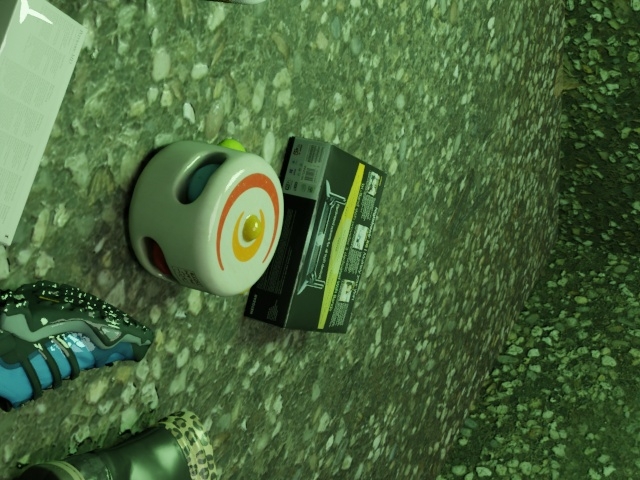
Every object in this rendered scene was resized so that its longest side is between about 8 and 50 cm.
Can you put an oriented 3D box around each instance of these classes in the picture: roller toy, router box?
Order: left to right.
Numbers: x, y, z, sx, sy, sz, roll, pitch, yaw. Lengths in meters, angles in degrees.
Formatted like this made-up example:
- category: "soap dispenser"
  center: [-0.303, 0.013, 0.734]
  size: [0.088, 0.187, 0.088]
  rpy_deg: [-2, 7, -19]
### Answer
- category: "roller toy"
  center: [-0.142, -0.026, 1.167]
  size: [0.191, 0.146, 0.209]
  rpy_deg: [-9, 111, -61]
- category: "router box"
  center: [0.000, 0.000, 1.522]
  size: [0.243, 0.081, 0.309]
  rpy_deg: [18, 86, -63]

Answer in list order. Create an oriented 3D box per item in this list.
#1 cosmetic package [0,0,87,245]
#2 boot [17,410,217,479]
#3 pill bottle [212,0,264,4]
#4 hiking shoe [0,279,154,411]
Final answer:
- category: "cosmetic package"
  center: [-0.319, -0.124, 0.877]
  size: [0.099, 0.060, 0.239]
  rpy_deg: [30, 76, -60]
- category: "boot"
  center: [-0.264, 0.423, 1.170]
  size: [0.284, 0.138, 0.378]
  rpy_deg: [-20, 114, -59]
- category: "pill bottle"
  center: [-0.105, -0.335, 1.000]
  size: [0.131, 0.229, 0.131]
  rpy_deg: [-35, 132, -51]
- category: "hiking shoe"
  center: [-0.315, 0.119, 0.974]
  size: [0.304, 0.113, 0.132]
  rpy_deg: [17, 98, -55]
